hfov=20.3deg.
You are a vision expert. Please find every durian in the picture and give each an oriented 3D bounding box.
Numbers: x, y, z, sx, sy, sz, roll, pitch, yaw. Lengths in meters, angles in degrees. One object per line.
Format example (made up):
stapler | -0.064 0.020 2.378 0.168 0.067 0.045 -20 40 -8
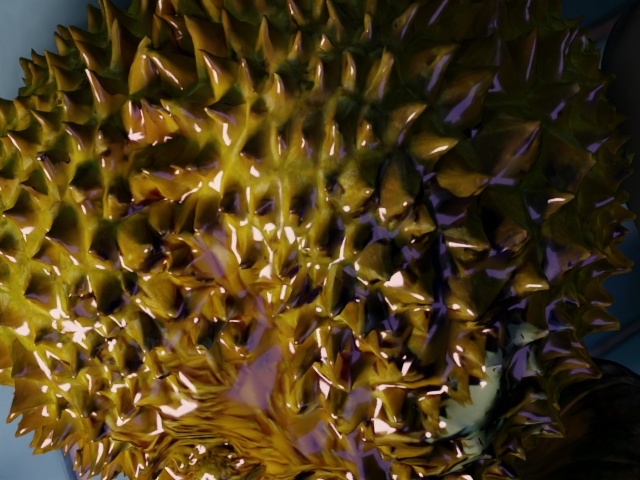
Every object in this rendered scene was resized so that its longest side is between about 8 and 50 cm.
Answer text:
durian | 0.002 0.003 0.725 0.291 0.224 0.291 -24 139 -22

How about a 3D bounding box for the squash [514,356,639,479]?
squash | 0.091 0.166 0.924 0.252 0.252 0.165 -35 128 -16

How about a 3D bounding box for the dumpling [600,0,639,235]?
dumpling | 0.283 -0.074 0.795 0.316 0.395 0.233 -20 105 3
